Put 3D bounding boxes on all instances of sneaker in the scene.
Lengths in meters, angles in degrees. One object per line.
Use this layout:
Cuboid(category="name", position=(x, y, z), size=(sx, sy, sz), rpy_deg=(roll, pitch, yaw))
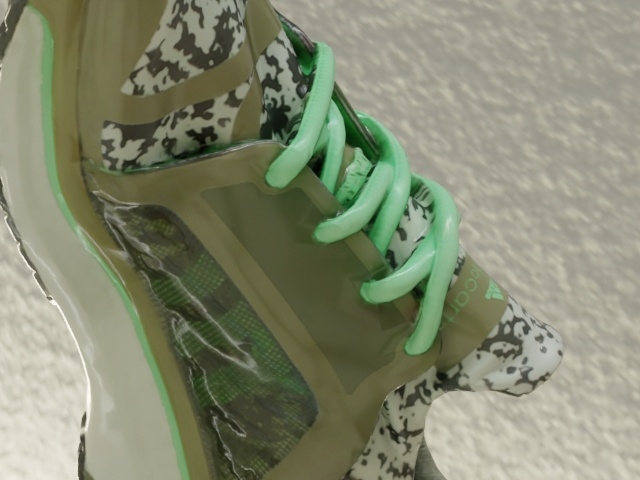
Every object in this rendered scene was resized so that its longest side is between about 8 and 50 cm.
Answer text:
Cuboid(category="sneaker", position=(0.000, 0.000, 0.724), size=(0.182, 0.158, 0.410), rpy_deg=(3, -48, 11))
